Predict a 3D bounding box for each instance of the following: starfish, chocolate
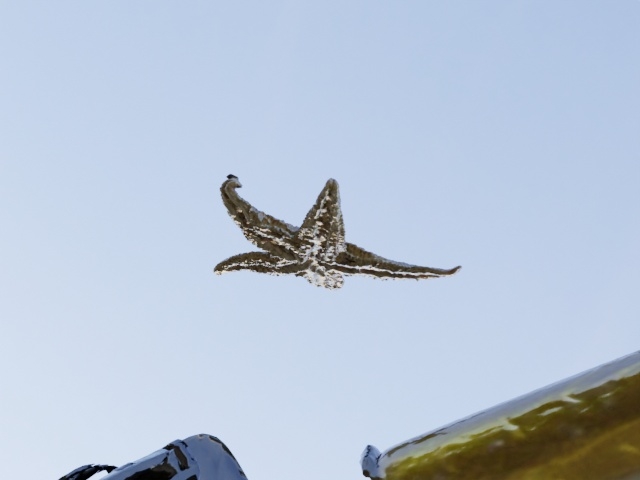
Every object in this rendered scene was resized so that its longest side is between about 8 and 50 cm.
[{"bbox_3d":[-0.002,0.005,1.479,0.295,0.048,0.231,5,-30,21],"label":"starfish"},{"bbox_3d":[0.259,0.155,1.131,0.445,0.162,0.162,-26,-83,10],"label":"chocolate"}]

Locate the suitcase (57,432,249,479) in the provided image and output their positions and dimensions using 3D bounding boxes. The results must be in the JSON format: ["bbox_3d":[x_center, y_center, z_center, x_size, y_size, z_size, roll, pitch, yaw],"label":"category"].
[{"bbox_3d":[-0.107,0.386,1.166,0.194,0.283,0.434,-37,-100,39],"label":"suitcase"}]
